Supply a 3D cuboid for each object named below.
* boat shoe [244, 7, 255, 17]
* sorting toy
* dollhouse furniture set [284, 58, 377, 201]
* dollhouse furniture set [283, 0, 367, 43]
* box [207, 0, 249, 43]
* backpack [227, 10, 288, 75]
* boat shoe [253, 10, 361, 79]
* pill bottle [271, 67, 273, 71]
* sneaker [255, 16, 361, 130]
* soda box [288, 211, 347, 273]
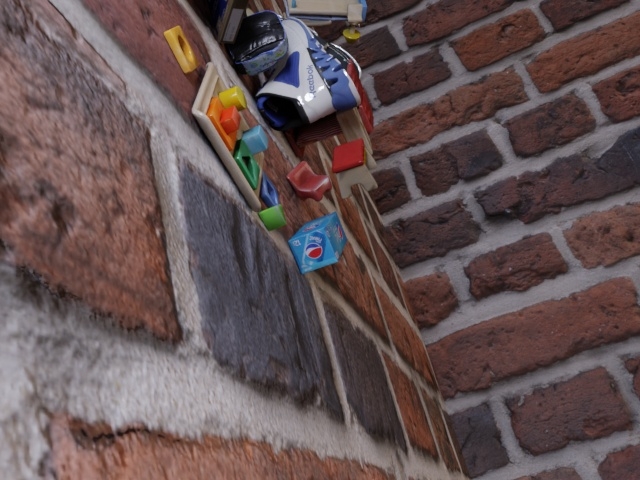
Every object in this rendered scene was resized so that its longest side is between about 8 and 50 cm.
[{"bbox_3d":[-0.158,-0.480,1.363,0.049,0.042,0.133,14,53,-52],"label":"boat shoe"},{"bbox_3d":[-0.124,-0.165,0.896,0.196,0.047,0.347,-97,162,-53],"label":"sorting toy"},{"bbox_3d":[0.003,-0.236,1.291,0.374,0.201,0.152,-84,152,-54],"label":"dollhouse furniture set"},{"bbox_3d":[-0.054,-0.590,1.535,0.198,0.287,0.303,99,-17,-51],"label":"dollhouse furniture set"},{"bbox_3d":[-0.182,-0.496,1.083,0.136,0.037,0.225,-51,-129,55],"label":"box"},{"bbox_3d":[-0.121,-0.387,1.154,0.084,0.114,0.105,51,19,-75],"label":"backpack"},{"bbox_3d":[-0.043,-0.455,1.424,0.303,0.114,0.091,26,10,8],"label":"boat shoe"},{"bbox_3d":[-0.054,-0.427,1.574,0.187,0.112,0.111,14,55,-78],"label":"pill bottle"},{"bbox_3d":[-0.068,-0.340,1.240,0.315,0.182,0.127,55,-5,40],"label":"sneaker"},{"bbox_3d":[0.000,0.000,1.119,0.210,0.071,0.067,-53,122,-78],"label":"soda box"}]
